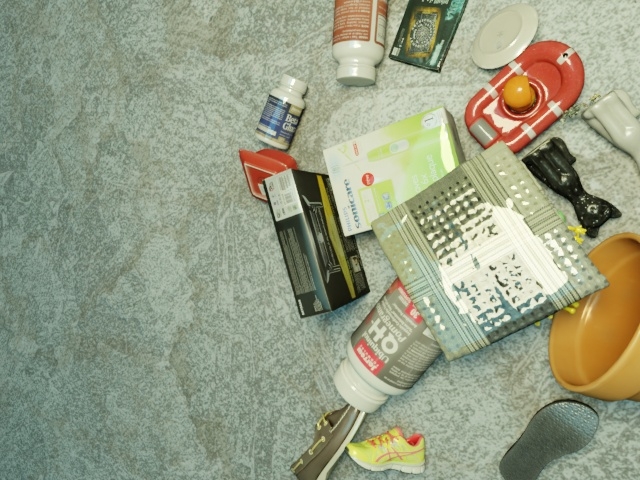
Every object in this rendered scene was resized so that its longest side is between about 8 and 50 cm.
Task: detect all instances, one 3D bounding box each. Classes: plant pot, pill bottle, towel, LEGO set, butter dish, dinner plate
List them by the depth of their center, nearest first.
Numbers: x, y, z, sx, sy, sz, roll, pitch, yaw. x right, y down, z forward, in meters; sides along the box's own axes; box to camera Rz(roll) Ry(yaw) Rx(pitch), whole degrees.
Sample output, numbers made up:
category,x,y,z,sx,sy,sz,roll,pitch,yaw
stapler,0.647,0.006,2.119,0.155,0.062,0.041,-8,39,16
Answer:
category,x,y,z,sx,sy,sz,roll,pitch,yaw
plant pot,0.564,0.157,0.785,0.203,0.291,0.291,22,103,5
towel,0.295,0.017,0.861,0.312,0.056,0.324,-32,71,16
LEGO set,0.485,-0.252,0.865,0.083,0.054,0.023,-40,90,-15
dinner plate,0.367,-0.417,0.928,0.141,0.017,0.141,-23,58,44
pill bottle,0.169,0.226,1.017,0.176,0.176,0.319,41,109,18
pill bottle,0.087,-0.472,1.038,0.121,0.121,0.216,7,96,25
pill bottle,-0.095,-0.324,1.151,0.094,0.094,0.170,30,106,21
butter dish,-0.108,-0.173,1.162,0.160,0.118,0.160,22,142,28

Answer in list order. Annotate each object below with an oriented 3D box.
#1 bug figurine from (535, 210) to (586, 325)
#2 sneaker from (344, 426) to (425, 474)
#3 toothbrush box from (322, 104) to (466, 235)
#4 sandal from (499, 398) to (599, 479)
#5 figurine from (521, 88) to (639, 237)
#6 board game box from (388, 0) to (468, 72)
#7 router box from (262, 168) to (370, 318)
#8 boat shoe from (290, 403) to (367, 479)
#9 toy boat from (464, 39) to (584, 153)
category,x,y,z,sx,sy,sz,roll,pitch,yaw
bug figurine,0.377,0.031,0.913,0.279,0.072,0.217,23,96,46
sneaker,0.153,0.478,1.064,0.081,0.208,0.094,-173,95,-69
toothbrush box,0.174,-0.144,1.020,0.283,0.122,0.206,-15,88,27
sandal,0.470,0.418,0.962,0.097,0.054,0.255,46,120,24
figurine,0.541,-0.144,0.872,0.215,0.092,0.209,-40,85,22
board game box,0.242,-0.482,1.016,0.126,0.026,0.186,26,104,22
router box,0.000,0.000,1.047,0.080,0.243,0.309,-18,85,25
boat shoe,0.024,0.493,1.143,0.096,0.116,0.325,33,112,17
toy boat,0.391,-0.280,0.889,0.231,0.151,0.151,-43,76,22
